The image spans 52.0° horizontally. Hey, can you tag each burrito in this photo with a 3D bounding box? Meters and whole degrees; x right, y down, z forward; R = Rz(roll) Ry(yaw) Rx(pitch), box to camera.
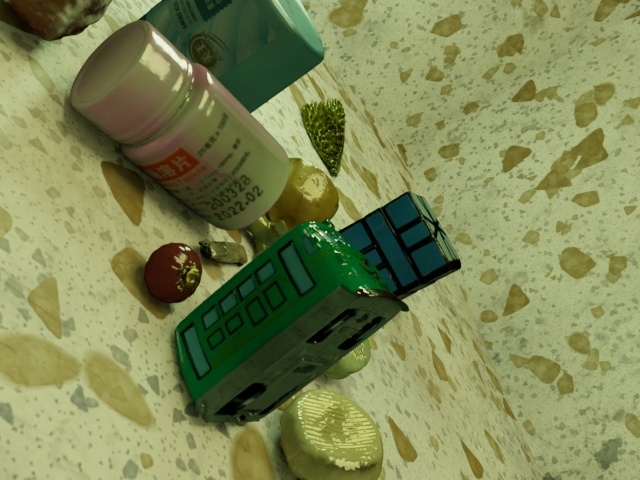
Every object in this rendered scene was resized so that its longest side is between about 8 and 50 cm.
[{"bbox_3d":[-0.191,0.024,1.306,0.051,0.042,0.171,53,14,14],"label":"burrito"}]

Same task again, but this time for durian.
[{"bbox_3d":[0.013,-0.403,2.508,0.198,0.163,0.394,103,-22,-55],"label":"durian"}]

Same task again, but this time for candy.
[{"bbox_3d":[-0.436,-0.458,1.133,0.157,0.214,0.289,49,17,-35],"label":"candy"}]

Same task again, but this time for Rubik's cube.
[{"bbox_3d":[0.265,0.032,2.137,0.288,0.284,0.293,61,19,9],"label":"Rubik's cube"}]

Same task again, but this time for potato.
[{"bbox_3d":[-0.060,-0.083,1.659,0.158,0.178,0.203,-71,145,-46],"label":"potato"}]

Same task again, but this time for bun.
[{"bbox_3d":[0.016,0.207,1.470,0.221,0.108,0.221,41,31,-32],"label":"bun"},{"bbox_3d":[0.010,0.374,1.175,0.223,0.127,0.222,23,25,-11],"label":"bun"}]

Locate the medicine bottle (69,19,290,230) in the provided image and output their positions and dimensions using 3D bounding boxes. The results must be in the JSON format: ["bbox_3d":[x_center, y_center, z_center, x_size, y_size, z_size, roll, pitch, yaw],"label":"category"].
[{"bbox_3d":[-0.247,-0.201,1.220,0.388,0.219,0.219,43,24,-43],"label":"medicine bottle"}]

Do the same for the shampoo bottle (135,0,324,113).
[{"bbox_3d":[-0.211,-0.471,1.555,0.331,0.343,0.331,51,19,-26],"label":"shampoo bottle"}]

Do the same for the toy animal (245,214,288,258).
[{"bbox_3d":[-0.157,-0.059,1.479,0.218,0.103,0.101,53,-1,-13],"label":"toy animal"}]

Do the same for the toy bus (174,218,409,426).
[{"bbox_3d":[-0.058,0.124,1.035,0.199,0.344,0.184,58,15,28],"label":"toy bus"}]

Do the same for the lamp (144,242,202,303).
[{"bbox_3d":[-0.237,0.053,1.060,0.101,0.090,0.101,-20,116,-51],"label":"lamp"}]
